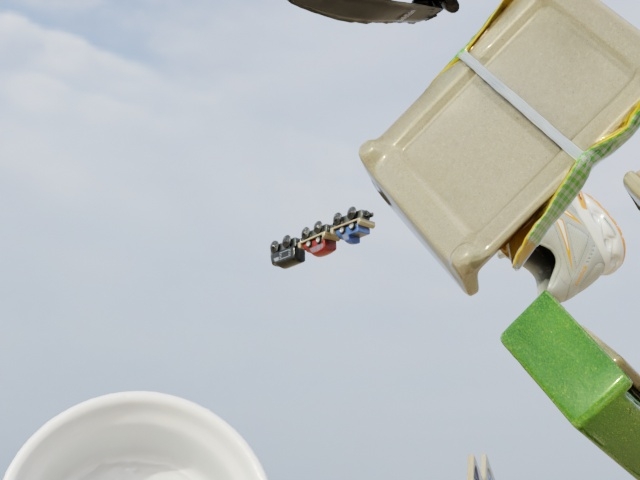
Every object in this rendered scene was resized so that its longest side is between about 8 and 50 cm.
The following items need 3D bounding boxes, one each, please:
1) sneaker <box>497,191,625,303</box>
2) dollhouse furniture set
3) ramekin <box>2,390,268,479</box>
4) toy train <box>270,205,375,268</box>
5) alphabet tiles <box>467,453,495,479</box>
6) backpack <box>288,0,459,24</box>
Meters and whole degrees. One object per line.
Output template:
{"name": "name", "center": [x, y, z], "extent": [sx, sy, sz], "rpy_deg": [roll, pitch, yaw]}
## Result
{"name": "sneaker", "center": [0.219, -0.047, 1.492], "extent": [0.121, 0.262, 0.099], "rpy_deg": [-38, 1, -23]}
{"name": "dollhouse furniture set", "center": [0.186, -0.012, 0.885], "extent": [0.151, 0.197, 0.301], "rpy_deg": [37, 11, -44]}
{"name": "ramekin", "center": [-0.189, 0.305, 1.390], "extent": [0.277, 0.277, 0.135], "rpy_deg": [7, -27, -7]}
{"name": "toy train", "center": [0.000, 0.000, 1.469], "extent": [0.027, 0.036, 0.158], "rpy_deg": [16, -27, -39]}
{"name": "alphabet tiles", "center": [0.223, 0.439, 1.663], "extent": [0.011, 0.285, 0.342], "rpy_deg": [-11, -56, 15]}
{"name": "backpack", "center": [0.041, -0.243, 1.044], "extent": [0.182, 0.115, 0.152], "rpy_deg": [-7, -27, -22]}
